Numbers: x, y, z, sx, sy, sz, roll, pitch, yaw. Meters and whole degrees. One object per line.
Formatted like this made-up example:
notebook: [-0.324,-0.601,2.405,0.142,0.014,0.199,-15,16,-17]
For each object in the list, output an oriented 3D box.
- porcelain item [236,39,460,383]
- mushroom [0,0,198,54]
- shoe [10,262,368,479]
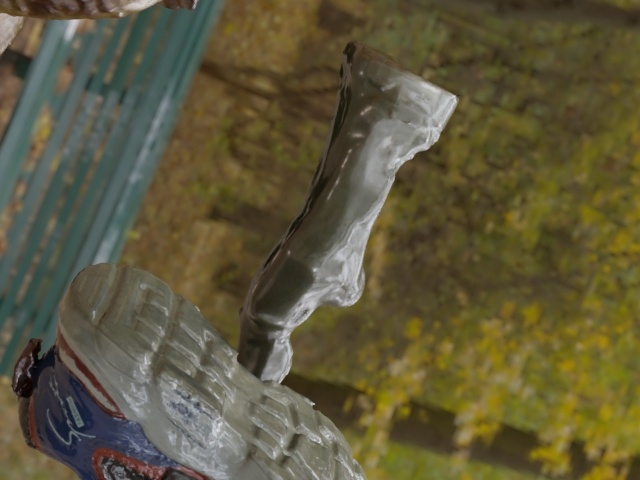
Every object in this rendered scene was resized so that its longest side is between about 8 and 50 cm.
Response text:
porcelain item: [0.000,0.000,0.917,0.216,0.069,0.081,-63,-166,4]
mushroom: [-0.320,-0.232,1.458,0.334,0.356,0.331,-52,-177,-32]
shoe: [-0.069,0.120,0.827,0.125,0.227,0.099,-40,-163,17]
